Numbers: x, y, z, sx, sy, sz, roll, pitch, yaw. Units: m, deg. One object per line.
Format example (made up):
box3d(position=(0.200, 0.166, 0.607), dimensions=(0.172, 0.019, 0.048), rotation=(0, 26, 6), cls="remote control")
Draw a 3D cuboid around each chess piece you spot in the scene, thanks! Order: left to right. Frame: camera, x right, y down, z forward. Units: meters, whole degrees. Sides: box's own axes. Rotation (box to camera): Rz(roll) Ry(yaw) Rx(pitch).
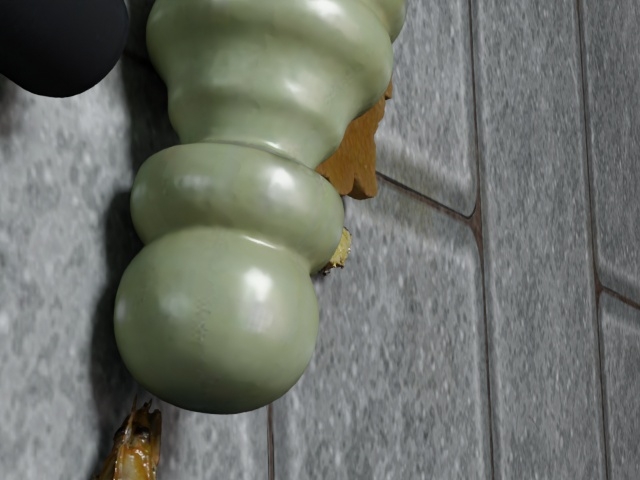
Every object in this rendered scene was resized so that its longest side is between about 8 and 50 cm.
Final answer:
box3d(position=(-0.040, -0.031, 0.823), dimensions=(0.144, 0.144, 0.251), rotation=(47, 47, -57), cls="chess piece")

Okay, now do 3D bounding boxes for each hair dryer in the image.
box3d(position=(-0.142, -0.198, 0.708), dimensions=(0.128, 0.070, 0.255), rotation=(42, 42, -60), cls="hair dryer")

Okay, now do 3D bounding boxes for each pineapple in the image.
box3d(position=(0.000, 0.000, 1.062), dimensions=(0.083, 0.019, 0.045), rotation=(43, 40, -58), cls="pineapple")

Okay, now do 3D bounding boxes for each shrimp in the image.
box3d(position=(-0.091, 0.158, 0.761), dimensions=(0.095, 0.045, 0.162), rotation=(60, 28, -44), cls="shrimp")

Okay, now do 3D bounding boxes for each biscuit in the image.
box3d(position=(0.000, -0.100, 1.062), dimensions=(0.250, 0.035, 0.162), rotation=(-29, 107, -67), cls="biscuit")
